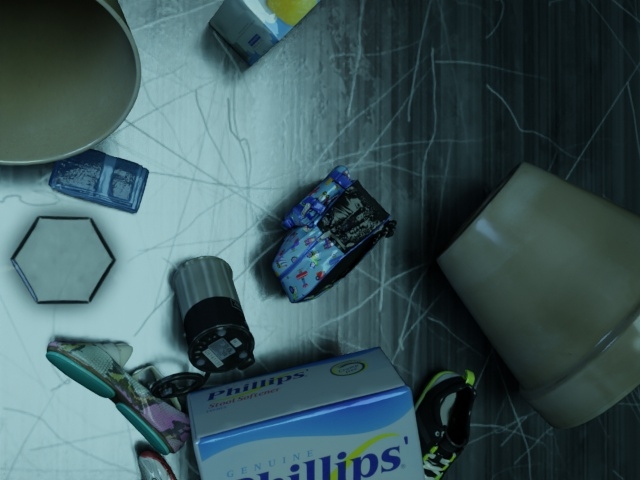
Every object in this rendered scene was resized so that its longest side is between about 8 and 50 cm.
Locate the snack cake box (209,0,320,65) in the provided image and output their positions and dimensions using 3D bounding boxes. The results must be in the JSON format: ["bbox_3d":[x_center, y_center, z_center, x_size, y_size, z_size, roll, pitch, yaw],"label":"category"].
[{"bbox_3d":[-0.019,-0.368,1.079,0.089,0.152,0.264,45,77,-12],"label":"snack cake box"}]

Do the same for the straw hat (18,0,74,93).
[{"bbox_3d":[-0.336,-0.234,1.013,0.144,0.061,0.145,-1,71,4],"label":"straw hat"}]

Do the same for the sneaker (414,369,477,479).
[{"bbox_3d":[0.158,0.292,1.141,0.084,0.097,0.235,23,81,-16],"label":"sneaker"}]

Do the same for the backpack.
[{"bbox_3d":[0.000,0.000,1.077,0.173,0.158,0.117,-44,93,-3],"label":"backpack"}]

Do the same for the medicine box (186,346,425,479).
[{"bbox_3d":[-0.009,0.315,1.012,0.263,0.149,0.290,-13,106,-9],"label":"medicine box"}]

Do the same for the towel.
[{"bbox_3d":[-0.289,-0.083,1.045,0.119,0.029,0.067,17,82,-17],"label":"towel"}]

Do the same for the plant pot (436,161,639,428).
[{"bbox_3d":[0.326,0.051,1.122,0.280,0.323,0.323,40,76,5],"label":"plant pot"}]

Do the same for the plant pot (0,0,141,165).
[{"bbox_3d":[-0.342,-0.269,0.886,0.256,0.257,0.274,-3,51,-18],"label":"plant pot"}]

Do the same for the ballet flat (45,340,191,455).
[{"bbox_3d":[-0.250,0.185,1.032,0.221,0.077,0.079,45,58,-16],"label":"ballet flat"}]

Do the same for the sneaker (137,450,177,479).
[{"bbox_3d":[-0.215,0.384,1.022,0.092,0.088,0.226,-5,89,-17],"label":"sneaker"}]

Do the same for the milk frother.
[{"bbox_3d":[-0.164,0.118,1.032,0.143,0.135,0.129,-17,132,-7],"label":"milk frother"}]
